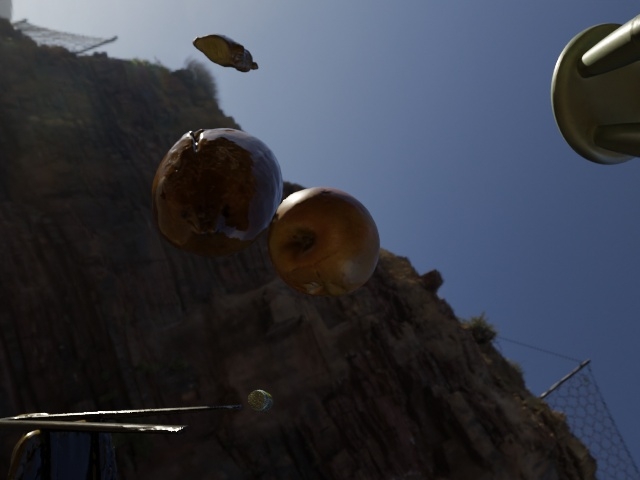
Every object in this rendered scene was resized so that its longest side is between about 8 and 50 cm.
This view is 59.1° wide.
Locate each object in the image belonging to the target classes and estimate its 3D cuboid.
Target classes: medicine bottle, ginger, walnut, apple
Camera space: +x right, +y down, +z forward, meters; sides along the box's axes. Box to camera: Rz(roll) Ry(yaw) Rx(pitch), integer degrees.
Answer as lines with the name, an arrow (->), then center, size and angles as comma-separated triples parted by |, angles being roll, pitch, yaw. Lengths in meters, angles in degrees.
medicine bottle -> -0.142, 0.378, 1.330 | 0.047, 0.047, 0.083 | 57, -6, 22
ginger -> -0.230, -0.457, 1.367 | 0.137, 0.213, 0.074 | 29, -74, 0
walnut -> -0.161, -0.070, 0.879 | 0.336, 0.209, 0.209 | -99, -172, -71
apple -> 0.000, 0.000, 0.710 | 0.146, 0.146, 0.146 | 22, -60, 47

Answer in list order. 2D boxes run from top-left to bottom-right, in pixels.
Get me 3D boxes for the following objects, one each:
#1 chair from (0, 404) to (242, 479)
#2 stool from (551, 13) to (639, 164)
chair -> -0.197, 0.225, 0.468 | 0.172, 0.247, 0.158 | 49, 37, -79
stool -> 0.435, -0.201, 0.713 | 0.199, 0.195, 0.195 | 6, -65, 70
